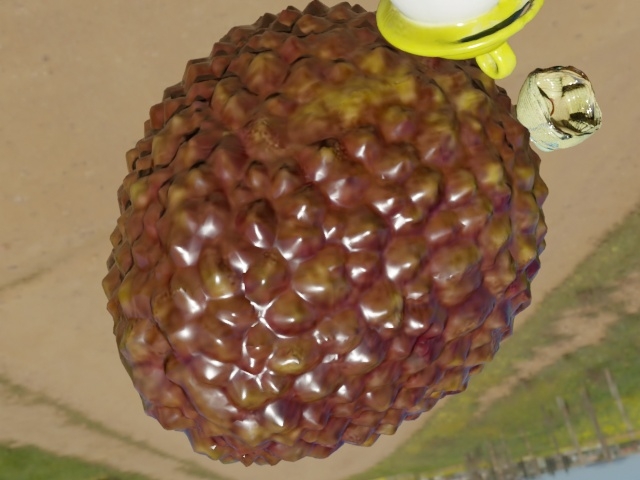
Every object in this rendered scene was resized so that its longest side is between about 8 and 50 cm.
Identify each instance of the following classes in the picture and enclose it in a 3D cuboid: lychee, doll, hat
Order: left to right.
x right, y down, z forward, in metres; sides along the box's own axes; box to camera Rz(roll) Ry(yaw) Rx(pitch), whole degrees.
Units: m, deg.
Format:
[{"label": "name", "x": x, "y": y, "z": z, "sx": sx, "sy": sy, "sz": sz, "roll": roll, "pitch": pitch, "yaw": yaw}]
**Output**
[{"label": "lychee", "x": 0.000, "y": 0.000, "z": 0.557, "sx": 0.236, "sy": 0.236, "sz": 0.271, "roll": -28, "pitch": -165, "yaw": 45}, {"label": "doll", "x": 0.035, "y": -0.154, "z": 0.420, "sx": 0.081, "sy": 0.207, "sz": 0.129, "roll": -38, "pitch": -153, "yaw": -18}, {"label": "hat", "x": 0.216, "y": -0.119, "z": 0.981, "sx": 0.077, "sy": 0.076, "sz": 0.059, "roll": -9, "pitch": 160, "yaw": -36}]
